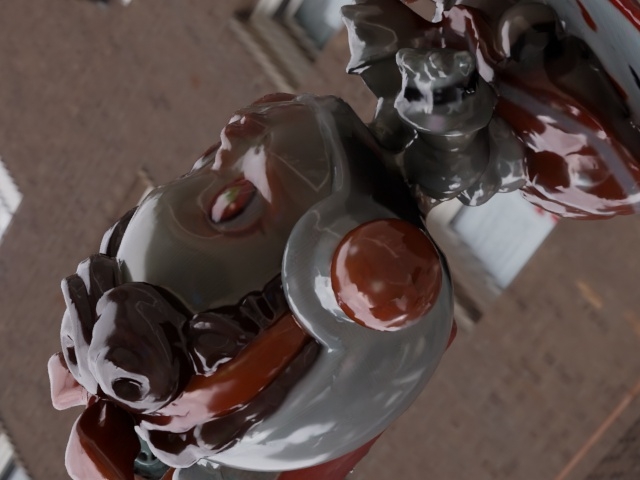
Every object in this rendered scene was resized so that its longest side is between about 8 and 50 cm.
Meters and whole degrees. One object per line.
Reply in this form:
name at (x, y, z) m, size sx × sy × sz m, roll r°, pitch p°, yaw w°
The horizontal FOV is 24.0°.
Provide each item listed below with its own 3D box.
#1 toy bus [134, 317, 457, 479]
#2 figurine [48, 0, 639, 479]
toy bus at (-0.025, 0.113, 1.034) m, size 0.120 × 0.265 × 0.121 m, roll 41°, pitch -177°, yaw 27°
figurine at (0.000, 0.000, 0.513) m, size 0.160 × 0.226 × 0.183 m, roll 52°, pitch -176°, yaw -44°
